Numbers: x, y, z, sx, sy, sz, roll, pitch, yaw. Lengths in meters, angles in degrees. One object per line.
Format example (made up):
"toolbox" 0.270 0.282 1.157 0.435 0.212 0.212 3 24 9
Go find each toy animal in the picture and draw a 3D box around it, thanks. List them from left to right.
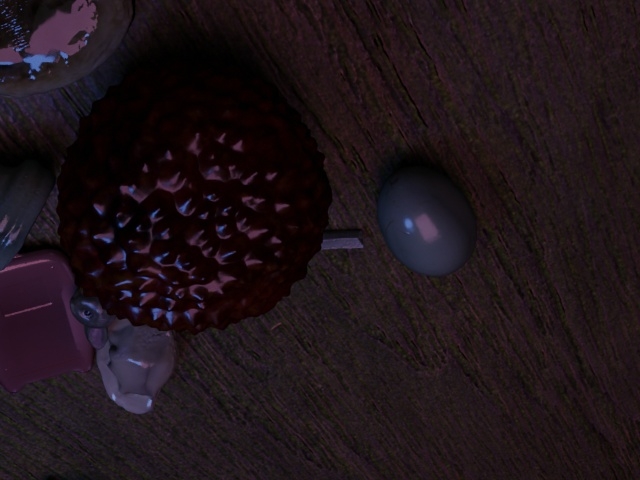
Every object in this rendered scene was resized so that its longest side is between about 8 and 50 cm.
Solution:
"toy animal" -0.389 0.100 1.722 0.125 0.127 0.251 23 112 -19

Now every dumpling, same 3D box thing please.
"dumpling" -0.359 0.216 1.836 0.166 0.126 0.216 20 137 7

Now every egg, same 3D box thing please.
"egg" 0.193 -0.035 1.729 0.168 0.168 0.231 -29 123 9

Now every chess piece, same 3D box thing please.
"chess piece" -0.601 -0.097 1.531 0.299 0.194 0.194 30 114 -18

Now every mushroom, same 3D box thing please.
"mushroom" -0.439 -0.331 1.422 0.344 0.130 0.247 -15 130 -2

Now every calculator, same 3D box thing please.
"calculator" -0.537 0.152 1.765 0.220 0.048 0.330 -15 128 -13

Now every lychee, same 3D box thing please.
"lychee" -0.181 -0.083 1.488 0.424 0.500 0.425 24 144 19

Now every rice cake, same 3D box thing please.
"rice cake" 0.000 0.000 1.798 0.170 0.033 0.029 -2 125 -10
